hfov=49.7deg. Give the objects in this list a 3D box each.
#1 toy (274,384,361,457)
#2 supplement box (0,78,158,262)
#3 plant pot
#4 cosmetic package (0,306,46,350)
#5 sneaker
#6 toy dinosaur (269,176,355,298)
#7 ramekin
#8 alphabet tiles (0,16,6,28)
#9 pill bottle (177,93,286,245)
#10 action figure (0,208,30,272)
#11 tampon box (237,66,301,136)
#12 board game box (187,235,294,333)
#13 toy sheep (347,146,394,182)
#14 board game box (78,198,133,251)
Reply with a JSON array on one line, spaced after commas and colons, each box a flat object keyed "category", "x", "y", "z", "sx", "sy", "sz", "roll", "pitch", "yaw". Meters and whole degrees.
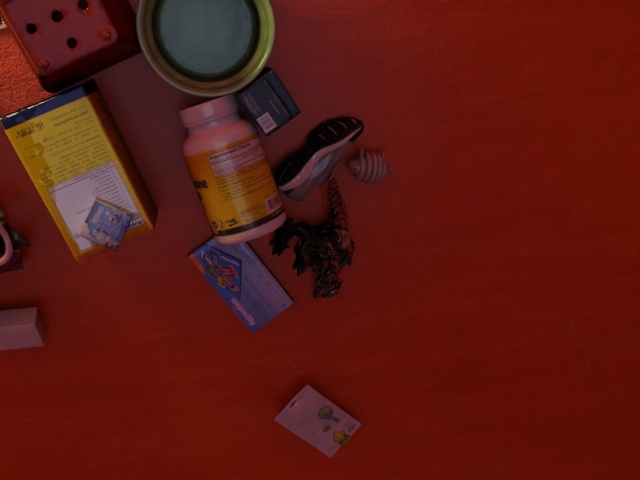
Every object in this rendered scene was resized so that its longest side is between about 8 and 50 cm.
[{"category": "toy", "x": -0.009, "y": 0.510, "z": 1.985, "sx": 0.237, "sy": 0.056, "sz": 0.137, "roll": 42, "pitch": 92, "yaw": -24}, {"category": "supplement box", "x": -0.542, "y": -0.165, "z": 1.601, "sx": 0.194, "sy": 0.195, "sz": 0.357, "roll": -23, "pitch": 109, "yaw": -3}, {"category": "plant pot", "x": -0.546, "y": -0.477, "z": 1.475, "sx": 0.267, "sy": 0.236, "sz": 0.267, "roll": -26, "pitch": 111, "yaw": -3}, {"category": "cosmetic package", "x": -0.821, "y": 0.227, "z": 1.724, "sx": 0.239, "sy": 0.060, "sz": 0.099, "roll": -5, "pitch": 137, "yaw": -9}, {"category": "sneaker", "x": 0.003, "y": -0.209, "z": 1.753, "sx": 0.271, "sy": 0.100, "sz": 0.108, "roll": -42, "pitch": 134, "yaw": 1}, {"category": "toy dinosaur", "x": 0.000, "y": 0.000, "z": 1.800, "sx": 0.218, "sy": 0.164, "sz": 0.322, "roll": -7, "pitch": 95, "yaw": -33}, {"category": "ramekin", "x": -0.260, "y": -0.487, "z": 1.577, "sx": 0.303, "sy": 0.148, "sz": 0.303, "roll": -3, "pitch": 107, "yaw": -10}, {"category": "alphabet tiles", "x": -0.808, "y": -0.619, "z": 1.507, "sx": 0.285, "sy": 0.011, "sz": 0.343, "roll": -19, "pitch": 109, "yaw": -4}, {"category": "pill bottle", "x": -0.218, "y": -0.173, "z": 1.659, "sx": 0.188, "sy": 0.188, "sz": 0.334, "roll": -19, "pitch": 105, "yaw": -4}, {"category": "action figure", "x": -0.863, "y": 0.079, "z": 1.590, "sx": 0.370, "sy": 0.275, "sz": 0.248, "roll": -32, "pitch": 117, "yaw": -14}, {"category": "tampon box", "x": -0.128, "y": -0.332, "z": 1.643, "sx": 0.101, "sy": 0.161, "sz": 0.120, "roll": -35, "pitch": 109, "yaw": 2}, {"category": "board game box", "x": -0.208, "y": 0.103, "z": 1.835, "sx": 0.145, "sy": 0.027, "sz": 0.281, "roll": -36, "pitch": 110, "yaw": 0}, {"category": "toy sheep", "x": 0.130, "y": -0.190, "z": 1.779, "sx": 0.132, "sy": 0.091, "sz": 0.091, "roll": 3, "pitch": 107, "yaw": -17}, {"category": "board game box", "x": -0.477, "y": -0.033, "z": 1.538, "sx": 0.090, "sy": 0.020, "sz": 0.090, "roll": 26, "pitch": 101, "yaw": -15}]
